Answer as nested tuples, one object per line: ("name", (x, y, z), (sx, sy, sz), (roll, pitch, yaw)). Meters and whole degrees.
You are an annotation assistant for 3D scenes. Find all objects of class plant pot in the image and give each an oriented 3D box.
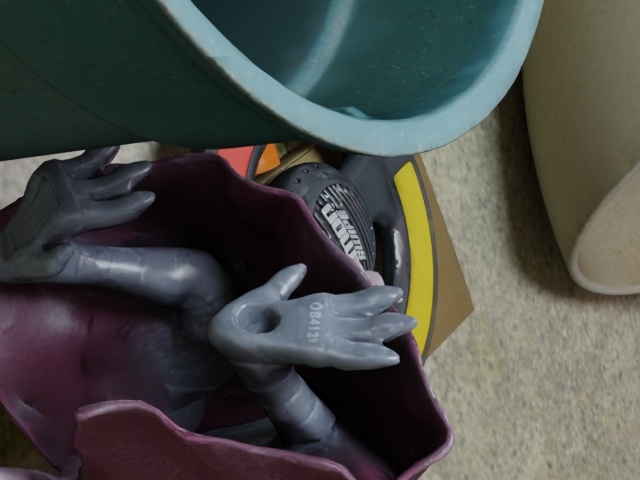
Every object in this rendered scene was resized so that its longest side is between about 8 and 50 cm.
("plant pot", (-0.136, -0.169, 0.777), (0.341, 0.334, 0.341), (23, 62, -52))

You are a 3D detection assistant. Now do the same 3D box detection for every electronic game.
("electronic game", (0.000, 0.000, 1.146), (0.229, 0.048, 0.229), (18, 68, -52))

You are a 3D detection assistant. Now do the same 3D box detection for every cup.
("cup", (0.274, -0.147, 1.444), (0.331, 0.331, 0.237), (9, 48, -55))

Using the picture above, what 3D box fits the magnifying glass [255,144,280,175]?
("magnifying glass", (-0.071, -0.148, 1.150), (0.092, 0.026, 0.231), (-32, 105, -55))

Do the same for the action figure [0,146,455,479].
("action figure", (-0.048, 0.137, 0.936), (0.370, 0.275, 0.248), (91, -23, -53))

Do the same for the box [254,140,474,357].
("box", (0.023, 0.013, 1.240), (0.201, 0.021, 0.164), (-40, 113, -53))
